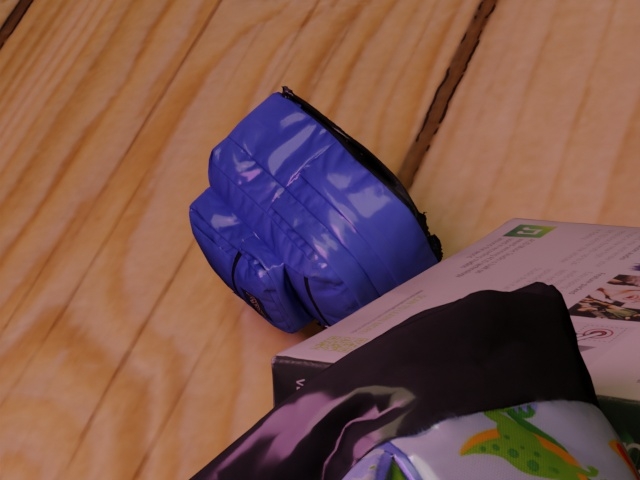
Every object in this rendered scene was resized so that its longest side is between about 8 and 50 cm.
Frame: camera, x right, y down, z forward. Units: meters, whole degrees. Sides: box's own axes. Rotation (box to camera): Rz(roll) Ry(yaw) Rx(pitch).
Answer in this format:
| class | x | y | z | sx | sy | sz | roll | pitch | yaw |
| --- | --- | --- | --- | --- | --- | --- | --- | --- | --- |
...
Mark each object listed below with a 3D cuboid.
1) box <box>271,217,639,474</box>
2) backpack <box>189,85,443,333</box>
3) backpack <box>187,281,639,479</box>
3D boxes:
| class | x | y | z | sx | sy | sz | roll | pitch | yaw |
| --- | --- | --- | --- | --- | --- | --- | --- | --- | --- |
| box | 0.174 | 0.055 | 0.812 | 0.322 | 0.058 | 0.232 | 4 | 18 | 33 |
| backpack | 0.000 | 0.000 | 1.017 | 0.120 | 0.098 | 0.101 | 38 | 81 | 32 |
| backpack | 0.043 | 0.234 | 0.621 | 0.290 | 0.273 | 0.355 | -43 | 74 | 26 |
